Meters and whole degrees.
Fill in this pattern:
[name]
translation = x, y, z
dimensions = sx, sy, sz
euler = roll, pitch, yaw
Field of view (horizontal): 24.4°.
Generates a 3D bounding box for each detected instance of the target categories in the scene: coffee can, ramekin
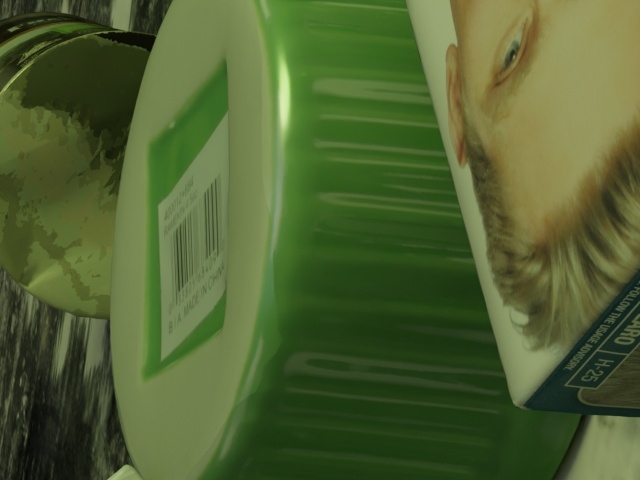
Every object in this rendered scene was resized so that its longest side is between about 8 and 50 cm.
[coffee can]
translation = -0.183, -0.067, 1.129
dimensions = 0.275, 0.202, 0.201
euler = -152, 70, -66
[ramekin]
translation = 0.000, 0.000, 0.725
dimensions = 0.303, 0.148, 0.303
euler = -174, 90, -68

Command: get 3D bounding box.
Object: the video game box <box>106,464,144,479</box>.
[video game box]
translation = -0.051, 0.220, 0.737
dimensions = 0.205, 0.048, 0.187
euler = 48, 160, 11

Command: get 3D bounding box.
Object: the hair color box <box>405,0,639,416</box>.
[hair color box]
translation = 0.111, -0.126, 0.542
dimensions = 0.174, 0.105, 0.347
euler = 119, 148, -46
